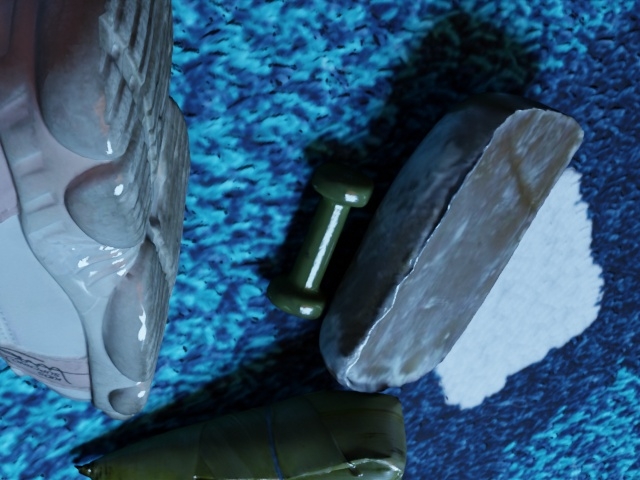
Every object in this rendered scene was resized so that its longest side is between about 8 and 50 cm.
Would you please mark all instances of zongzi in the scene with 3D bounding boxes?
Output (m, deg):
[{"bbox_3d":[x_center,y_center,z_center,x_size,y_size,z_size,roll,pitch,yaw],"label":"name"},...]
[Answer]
[{"bbox_3d":[-0.056,0.220,1.009,0.256,0.115,0.228,-9,141,-8],"label":"zongzi"}]

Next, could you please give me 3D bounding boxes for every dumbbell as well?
[{"bbox_3d":[0.000,0.000,0.921,0.118,0.046,0.052,-68,172,19],"label":"dumbbell"}]

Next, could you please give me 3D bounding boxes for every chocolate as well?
[{"bbox_3d":[0.084,-0.008,0.952,0.157,0.080,0.254,1,122,-56],"label":"chocolate"}]

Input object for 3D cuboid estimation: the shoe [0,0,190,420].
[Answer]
[{"bbox_3d":[-0.180,-0.034,0.704,0.198,0.172,0.351,7,143,0],"label":"shoe"}]
